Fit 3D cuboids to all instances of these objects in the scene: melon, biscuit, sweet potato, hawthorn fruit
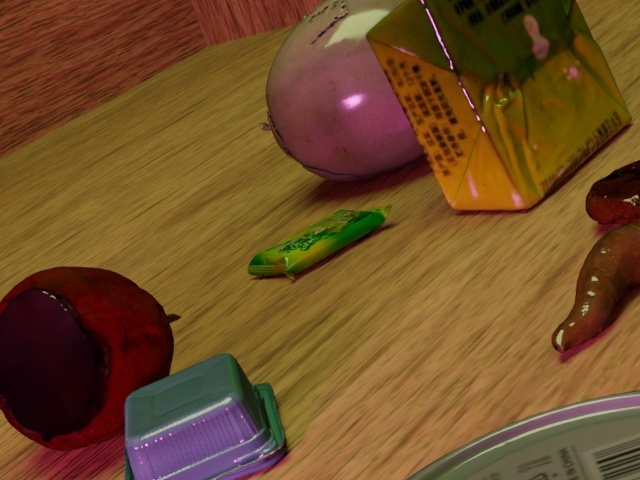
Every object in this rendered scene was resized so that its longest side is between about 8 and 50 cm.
[{"bbox_3d":[0.067,-0.226,2.089,0.330,0.268,0.268,-27,15,6],"label":"melon"},{"bbox_3d":[0.374,-0.058,1.557,0.192,0.049,0.192,-13,13,3],"label":"biscuit"},{"bbox_3d":[0.275,0.031,1.369,0.069,0.059,0.249,14,40,43],"label":"sweet potato"},{"bbox_3d":[-0.235,0.108,1.501,0.189,0.189,0.251,-8,16,37],"label":"hawthorn fruit"}]

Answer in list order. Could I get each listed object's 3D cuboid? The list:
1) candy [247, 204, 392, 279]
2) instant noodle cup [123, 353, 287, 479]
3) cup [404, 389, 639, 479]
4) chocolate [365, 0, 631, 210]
[{"bbox_3d":[0.000,-0.001,1.849,0.178,0.032,0.102,-29,18,-29],"label":"candy"},{"bbox_3d":[-0.119,0.172,1.361,0.157,0.070,0.179,-22,17,-2],"label":"instant noodle cup"},{"bbox_3d":[0.091,0.221,0.558,0.356,0.274,0.259,-10,18,29],"label":"cup"},{"bbox_3d":[0.224,-0.209,1.830,0.137,0.289,0.301,-19,12,45],"label":"chocolate"}]
